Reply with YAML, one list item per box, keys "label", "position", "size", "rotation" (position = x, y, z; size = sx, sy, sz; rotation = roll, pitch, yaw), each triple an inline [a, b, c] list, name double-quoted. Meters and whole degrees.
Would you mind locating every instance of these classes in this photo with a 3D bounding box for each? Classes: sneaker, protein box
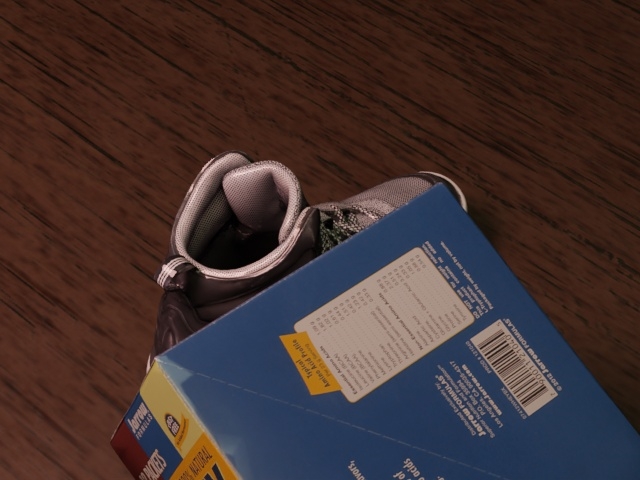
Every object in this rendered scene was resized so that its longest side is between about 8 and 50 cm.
- label: "sneaker"
  position: [0.000, 0.000, 1.042]
  size: [0.269, 0.153, 0.101]
  rotation: [-35, 55, -30]
- label: "protein box"
  position: [0.031, 0.116, 0.890]
  size: [0.201, 0.136, 0.199]
  rotation: [-32, 78, -27]
